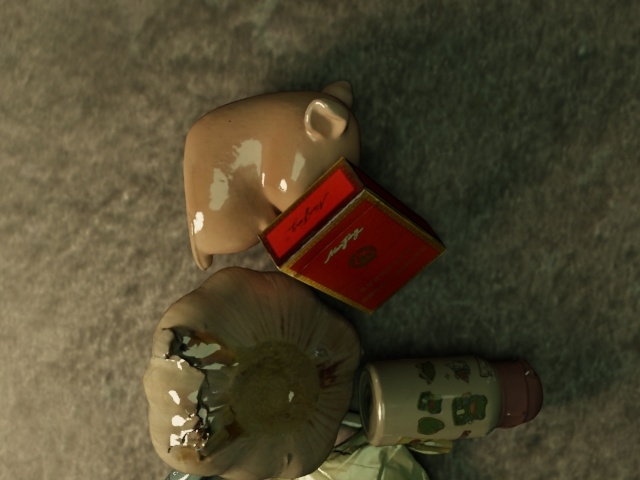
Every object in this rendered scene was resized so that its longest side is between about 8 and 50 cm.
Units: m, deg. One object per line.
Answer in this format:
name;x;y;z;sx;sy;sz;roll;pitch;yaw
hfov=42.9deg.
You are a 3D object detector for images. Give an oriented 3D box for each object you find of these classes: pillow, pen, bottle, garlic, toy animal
pillow;0.057;0.436;1.234;0.281;0.076;0.274;-30;105;12
pen;0.084;0.286;1.233;0.234;0.032;0.040;12;126;6
bottle;0.187;0.221;1.143;0.253;0.120;0.120;0;102;-12
garlic;-0.093;0.186;1.128;0.322;0.241;0.321;-19;126;-28
toy animal;-0.065;-0.089;1.097;0.256;0.195;0.212;-12;107;7

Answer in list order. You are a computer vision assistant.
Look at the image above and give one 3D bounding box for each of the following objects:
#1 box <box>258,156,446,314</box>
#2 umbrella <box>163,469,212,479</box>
box;0.049;0.003;1.082;0.153;0.240;0.074;-39;55;15
umbrella;-0.192;0.360;1.269;0.250;0.053;0.052;-41;96;12
